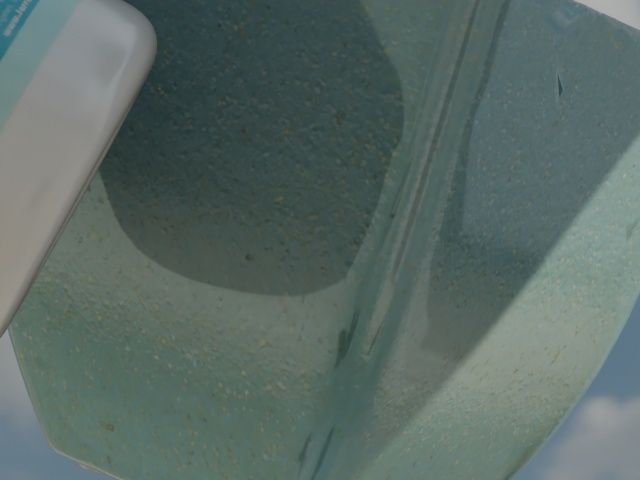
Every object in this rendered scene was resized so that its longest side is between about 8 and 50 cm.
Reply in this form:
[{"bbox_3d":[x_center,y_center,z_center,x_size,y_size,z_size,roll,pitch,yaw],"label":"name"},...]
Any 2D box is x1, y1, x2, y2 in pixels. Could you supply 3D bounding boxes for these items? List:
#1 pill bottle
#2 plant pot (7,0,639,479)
[{"bbox_3d":[-0.204,-0.079,0.677,0.264,0.146,0.146,29,-33,-6],"label":"pill bottle"},{"bbox_3d":[0.000,0.000,0.843,0.248,0.252,0.247,18,6,33],"label":"plant pot"}]
